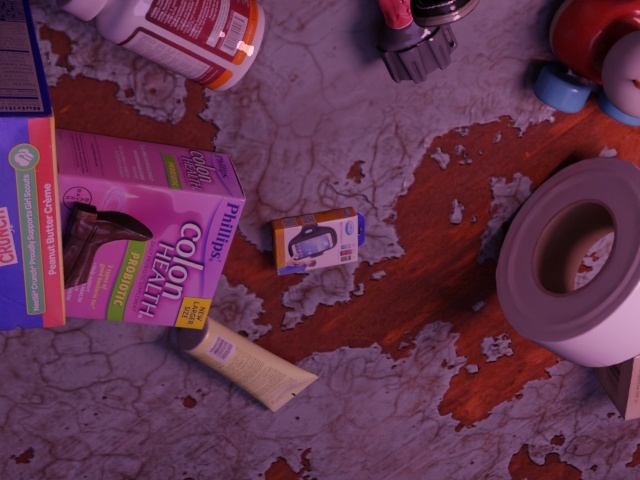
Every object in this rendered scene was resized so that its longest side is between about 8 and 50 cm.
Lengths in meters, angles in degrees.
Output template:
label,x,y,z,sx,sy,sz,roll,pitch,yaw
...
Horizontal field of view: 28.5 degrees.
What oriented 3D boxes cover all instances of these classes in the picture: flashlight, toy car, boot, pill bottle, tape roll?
label,x,y,z,sx,sy,sz,roll,pitch,yaw
flashlight,0.067,-0.320,1.521,0.103,0.103,0.304,2,139,30
toy car,0.425,-0.222,1.619,0.210,0.238,0.219,9,122,-24
boot,-0.272,0.017,1.541,0.106,0.037,0.114,21,114,-15
boot,0.126,-0.366,1.434,0.085,0.236,0.179,-8,128,21
pill bottle,-0.184,-0.268,1.458,0.221,0.121,0.121,24,115,-31
tape roll,0.383,0.028,1.760,0.100,0.286,0.286,29,112,-32

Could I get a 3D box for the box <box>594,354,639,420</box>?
label,x,y,z,sx,sy,sz,roll,pitch,yaw
box,0.616,0.174,2.048,0.311,0.121,0.148,-11,127,-10

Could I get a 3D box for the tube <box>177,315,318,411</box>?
label,x,y,z,sx,sy,sz,roll,pitch,yaw
tube,-0.110,0.183,1.860,0.070,0.062,0.240,-4,151,42

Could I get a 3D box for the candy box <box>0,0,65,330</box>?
label,x,y,z,sx,sy,sz,roll,pitch,yaw
candy box,-0.361,-0.098,1.397,0.122,0.317,0.268,-4,126,-15

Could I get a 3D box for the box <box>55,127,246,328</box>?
label,x,y,z,sx,sy,sz,roll,pitch,yaw
box,-0.248,-0.011,1.628,0.243,0.117,0.214,7,122,-23

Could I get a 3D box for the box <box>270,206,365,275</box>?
label,x,y,z,sx,sy,sz,roll,pitch,yaw
box,0.000,0.000,1.776,0.136,0.028,0.081,-9,127,-10
